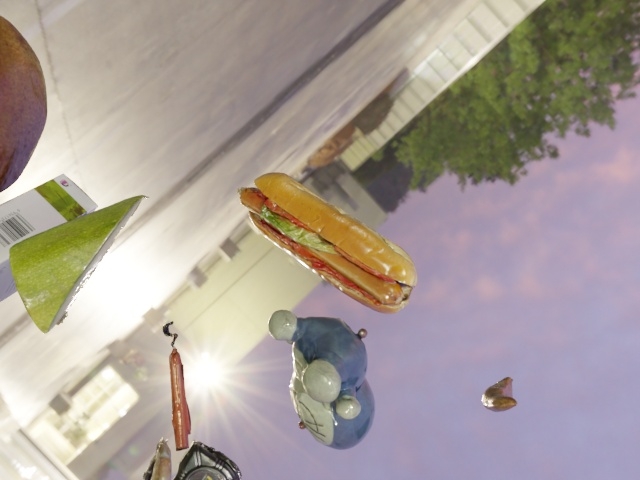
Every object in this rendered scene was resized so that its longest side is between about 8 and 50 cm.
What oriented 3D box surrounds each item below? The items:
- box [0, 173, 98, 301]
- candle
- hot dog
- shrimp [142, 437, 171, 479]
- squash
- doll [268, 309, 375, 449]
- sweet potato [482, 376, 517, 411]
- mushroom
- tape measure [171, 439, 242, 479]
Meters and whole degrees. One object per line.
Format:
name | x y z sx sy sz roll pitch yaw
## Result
box | -0.600 0.014 1.481 0.200 0.106 0.299 -47 178 35
candle | -0.188 0.190 1.000 0.026 0.167 0.021 3 163 -44
hot dog | 0.000 0.000 0.825 0.062 0.236 0.092 -42 152 -36
shrimp | -0.238 0.355 1.082 0.223 0.048 0.126 125 -29 -56
squash | -0.390 0.036 1.301 0.252 0.169 0.093 -22 180 -5
doll | 0.008 0.247 1.308 0.154 0.228 0.258 -19 132 -25
sweet potato | 0.408 0.359 1.729 0.078 0.058 0.255 -20 174 12
mushroom | -0.600 -0.225 1.194 0.345 0.345 0.259 -43 -163 -1
tape measure | -0.297 0.634 1.943 0.199 0.186 0.112 -57 176 -4
